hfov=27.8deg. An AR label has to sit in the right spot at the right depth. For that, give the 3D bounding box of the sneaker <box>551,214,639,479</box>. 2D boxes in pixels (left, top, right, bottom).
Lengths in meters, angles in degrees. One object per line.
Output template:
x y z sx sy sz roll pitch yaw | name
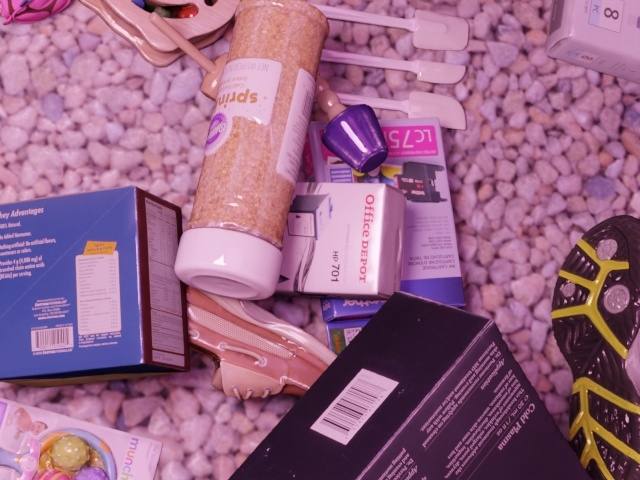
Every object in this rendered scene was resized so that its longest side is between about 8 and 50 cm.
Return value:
0.406 0.157 1.733 0.147 0.145 0.384 20 67 -43 | sneaker

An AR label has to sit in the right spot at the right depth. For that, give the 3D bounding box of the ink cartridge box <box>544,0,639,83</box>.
0.534 -0.372 1.891 0.385 0.091 0.308 14 75 -12 | ink cartridge box

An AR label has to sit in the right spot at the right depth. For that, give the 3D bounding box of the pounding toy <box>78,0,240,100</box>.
-0.184 -0.317 1.635 0.269 0.155 0.154 41 75 -4 | pounding toy

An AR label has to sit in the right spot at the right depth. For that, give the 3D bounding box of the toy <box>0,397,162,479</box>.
-0.312 0.272 1.519 0.237 0.056 0.137 17 75 -12 | toy

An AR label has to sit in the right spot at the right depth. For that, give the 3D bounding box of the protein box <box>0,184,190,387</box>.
-0.271 0.057 1.493 0.200 0.136 0.201 -7 78 16 | protein box

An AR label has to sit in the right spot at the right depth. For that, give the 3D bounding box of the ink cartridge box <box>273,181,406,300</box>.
0.000 0.000 1.603 0.191 0.082 0.139 1 82 23 | ink cartridge box

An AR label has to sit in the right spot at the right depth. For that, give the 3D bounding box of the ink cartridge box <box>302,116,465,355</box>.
0.084 -0.005 1.696 0.186 0.065 0.311 -4 81 -16 | ink cartridge box

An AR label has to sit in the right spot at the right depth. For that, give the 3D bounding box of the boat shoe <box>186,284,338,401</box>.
-0.087 0.142 1.589 0.324 0.123 0.116 33 76 2 | boat shoe

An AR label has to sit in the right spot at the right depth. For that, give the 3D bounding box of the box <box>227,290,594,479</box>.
0.108 0.296 1.507 0.343 0.179 0.312 -46 122 -20 | box

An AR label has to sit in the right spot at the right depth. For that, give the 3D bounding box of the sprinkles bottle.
-0.077 -0.112 1.535 0.121 0.121 0.355 16 71 -12 | sprinkles bottle

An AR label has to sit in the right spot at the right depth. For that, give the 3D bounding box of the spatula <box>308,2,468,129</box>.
0.088 -0.246 1.774 0.242 0.019 0.168 6 82 -14 | spatula

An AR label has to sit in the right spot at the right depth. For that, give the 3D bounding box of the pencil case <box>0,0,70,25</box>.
-0.399 -0.376 1.624 0.098 0.095 0.209 -28 84 1 | pencil case

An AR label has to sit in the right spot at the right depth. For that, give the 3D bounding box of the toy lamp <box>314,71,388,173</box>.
-0.007 -0.202 1.658 0.080 0.080 0.274 -29 69 -20 | toy lamp
